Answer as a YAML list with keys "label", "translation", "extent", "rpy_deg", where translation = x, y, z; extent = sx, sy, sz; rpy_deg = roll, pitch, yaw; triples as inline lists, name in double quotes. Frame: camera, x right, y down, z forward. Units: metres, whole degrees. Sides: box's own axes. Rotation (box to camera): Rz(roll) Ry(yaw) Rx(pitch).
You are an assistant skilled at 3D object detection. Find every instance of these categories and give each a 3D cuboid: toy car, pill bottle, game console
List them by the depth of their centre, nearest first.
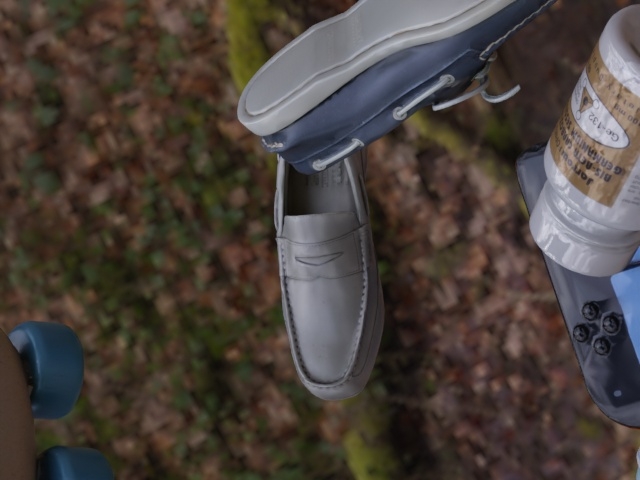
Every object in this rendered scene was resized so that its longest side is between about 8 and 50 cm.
- label: "toy car"
  translation: [-0.305, 0.178, 1.303]
  extent: [0.238, 0.219, 0.210]
  rpy_deg: [-50, 45, 37]
- label: "pill bottle"
  translation: [0.271, -0.083, 1.609]
  extent: [0.131, 0.131, 0.229]
  rpy_deg: [50, 138, 29]
- label: "game console"
  translation: [0.411, 0.008, 1.945]
  extent: [0.386, 0.060, 0.342]
  rpy_deg: [-21, 89, 39]

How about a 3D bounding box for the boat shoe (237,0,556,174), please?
- label: "boat shoe"
  translation: [0.065, -0.119, 1.155]
  extent: [0.079, 0.254, 0.095]
  rpy_deg: [43, -154, -33]

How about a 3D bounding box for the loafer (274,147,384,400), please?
- label: "loafer"
  translation: [0.000, 0.000, 1.837]
  extent: [0.111, 0.112, 0.319]
  rpy_deg: [37, -134, -67]

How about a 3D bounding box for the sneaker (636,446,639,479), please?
- label: "sneaker"
  translation: [0.340, 0.290, 1.365]
  extent: [0.319, 0.127, 0.208]
  rpy_deg: [31, 113, 0]
